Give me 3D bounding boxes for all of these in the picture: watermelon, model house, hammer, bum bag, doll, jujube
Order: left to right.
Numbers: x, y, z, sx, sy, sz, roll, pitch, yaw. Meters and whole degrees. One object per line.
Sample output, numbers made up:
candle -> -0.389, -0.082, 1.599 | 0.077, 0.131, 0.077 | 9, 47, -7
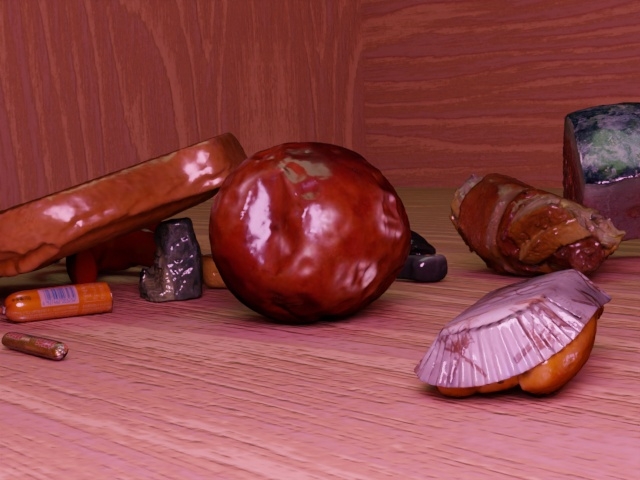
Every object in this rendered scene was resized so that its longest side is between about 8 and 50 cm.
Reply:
doll -> -0.284, -0.001, 1.463 | 0.188, 0.099, 0.384 | -5, 9, -27
model house -> -0.156, 0.018, 1.180 | 0.066, 0.083, 0.079 | -5, 6, -13
jujube -> 0.000, 0.000, 1.004 | 0.168, 0.168, 0.236 | -1, -10, 17
hammer -> 0.005, 0.028, 1.283 | 0.288, 0.033, 0.111 | 1, 7, 32
bum bag -> 0.114, 0.002, 1.516 | 0.058, 0.034, 0.124 | 11, 3, -12
watermelon -> 0.393, -0.061, 1.326 | 0.319, 0.148, 0.226 | 16, -45, -30

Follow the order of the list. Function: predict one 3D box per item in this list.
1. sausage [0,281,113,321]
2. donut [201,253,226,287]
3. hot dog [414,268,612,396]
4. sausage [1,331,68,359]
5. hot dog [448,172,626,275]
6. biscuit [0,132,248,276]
sausage -> -0.247, 0.058, 1.061 | 0.107, 0.031, 0.031 | -5, 5, -29
donut -> -0.087, 0.033, 1.244 | 0.067, 0.037, 0.083 | -1, -1, 42
hot dog -> 0.127, 0.058, 0.720 | 0.108, 0.059, 0.191 | -15, 3, 23
sausage -> -0.219, 0.080, 0.874 | 0.015, 0.015, 0.100 | -6, 6, -40
hot dog -> 0.227, -0.006, 1.230 | 0.146, 0.103, 0.213 | 18, 6, -23
biscuit -> -0.274, -0.020, 1.183 | 0.456, 0.078, 0.350 | -16, 12, 28
